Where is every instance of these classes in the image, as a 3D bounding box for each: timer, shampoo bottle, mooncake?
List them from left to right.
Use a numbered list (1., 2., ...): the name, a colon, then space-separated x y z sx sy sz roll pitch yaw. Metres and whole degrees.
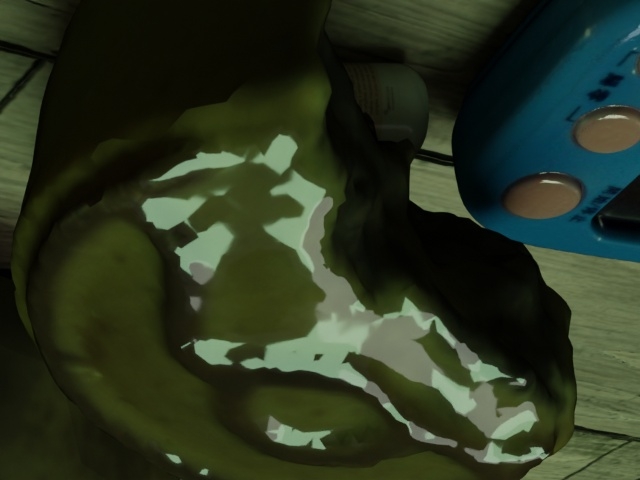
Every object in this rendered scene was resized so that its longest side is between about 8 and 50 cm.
1. shampoo bottle: -0.020 -0.092 1.350 0.192 0.074 0.074 -1 151 -15
2. mooncake: 0.000 0.000 1.233 0.394 0.246 0.393 15 134 -11
3. timer: 0.276 -0.104 1.384 0.309 0.115 0.340 9 146 -24

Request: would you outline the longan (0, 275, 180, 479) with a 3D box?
1. longan: -0.303 0.207 1.524 0.404 0.336 0.404 -16 130 -19
